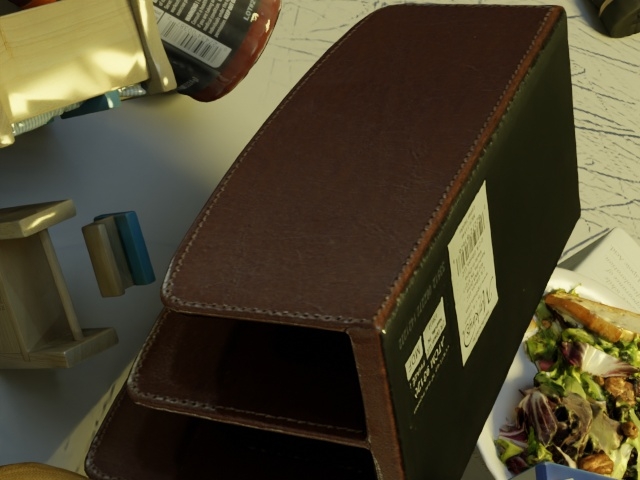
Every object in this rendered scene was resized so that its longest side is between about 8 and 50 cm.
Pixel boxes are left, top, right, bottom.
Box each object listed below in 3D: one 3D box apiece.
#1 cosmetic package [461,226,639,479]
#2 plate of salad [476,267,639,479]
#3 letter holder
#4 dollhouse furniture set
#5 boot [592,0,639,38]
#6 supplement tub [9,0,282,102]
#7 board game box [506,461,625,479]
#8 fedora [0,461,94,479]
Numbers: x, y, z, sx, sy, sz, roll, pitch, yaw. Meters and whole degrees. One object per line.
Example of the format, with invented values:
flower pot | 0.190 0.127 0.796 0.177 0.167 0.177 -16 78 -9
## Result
cosmetic package | 0.164 0.099 1.014 0.117 0.085 0.231 49 45 0
plate of salad | 0.172 0.102 0.930 0.200 0.048 0.200 18 55 -27
letter holder | 0.000 0.000 0.837 0.302 0.214 0.152 -56 145 -46
dollhouse furniture set | -0.160 -0.036 0.850 0.129 0.129 0.184 -26 105 -44
boot | 0.310 -0.274 1.333 0.198 0.077 0.137 -20 71 -24
supplement tub | -0.129 -0.173 0.941 0.198 0.106 0.106 27 50 -26
board game box | 0.190 0.230 0.848 0.347 0.233 0.078 17 55 -28
fedora | -0.147 0.208 0.719 0.194 0.079 0.194 14 62 -29
